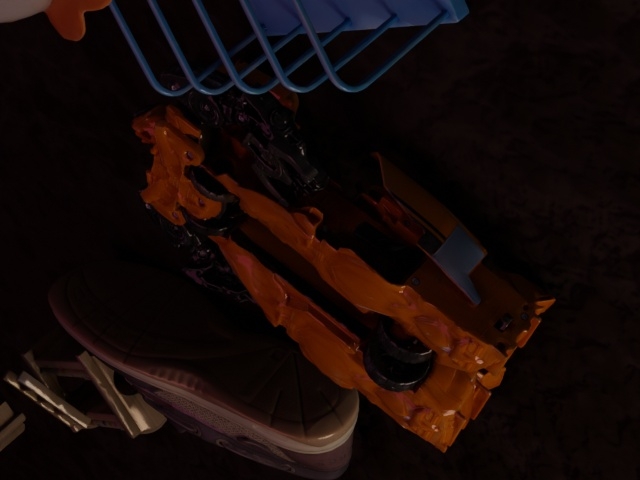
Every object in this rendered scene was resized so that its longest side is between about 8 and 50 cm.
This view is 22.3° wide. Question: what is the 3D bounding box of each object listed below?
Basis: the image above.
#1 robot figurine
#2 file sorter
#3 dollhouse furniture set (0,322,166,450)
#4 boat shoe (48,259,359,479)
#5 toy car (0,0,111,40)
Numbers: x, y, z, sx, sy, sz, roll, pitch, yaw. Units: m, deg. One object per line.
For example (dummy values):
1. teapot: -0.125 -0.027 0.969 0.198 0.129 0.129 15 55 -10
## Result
1. robot figurine: 0.000 0.000 1.041 0.291 0.085 0.211 40 148 11
2. file sorter: -0.030 -0.148 0.895 0.170 0.104 0.118 5 128 49
3. dollhouse furniture set: -0.206 0.152 1.387 0.182 0.161 0.101 -4 122 53
4. boat shoe: -0.095 0.105 1.260 0.285 0.103 0.092 23 136 25
5. toy car: -0.180 -0.160 0.812 0.238 0.219 0.210 39 148 33
